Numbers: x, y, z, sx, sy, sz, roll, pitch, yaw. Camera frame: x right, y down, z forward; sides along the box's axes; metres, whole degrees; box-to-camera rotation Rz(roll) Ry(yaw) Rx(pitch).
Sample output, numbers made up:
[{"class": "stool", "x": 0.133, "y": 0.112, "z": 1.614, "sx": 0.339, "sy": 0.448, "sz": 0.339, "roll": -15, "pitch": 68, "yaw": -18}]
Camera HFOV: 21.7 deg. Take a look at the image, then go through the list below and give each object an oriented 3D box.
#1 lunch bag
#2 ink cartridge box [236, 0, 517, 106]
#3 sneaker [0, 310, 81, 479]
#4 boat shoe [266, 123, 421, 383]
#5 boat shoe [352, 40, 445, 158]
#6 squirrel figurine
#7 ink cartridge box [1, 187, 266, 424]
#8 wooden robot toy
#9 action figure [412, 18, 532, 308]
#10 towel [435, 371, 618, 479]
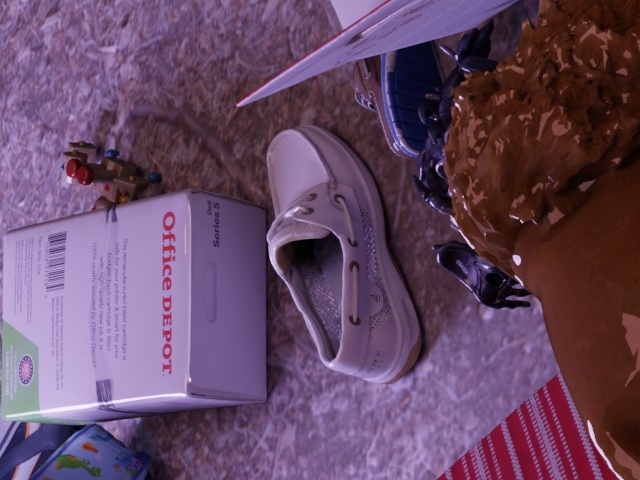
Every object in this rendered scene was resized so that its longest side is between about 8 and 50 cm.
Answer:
[{"class": "lunch bag", "x": -0.259, "y": 0.293, "z": 1.652, "sx": 0.090, "sy": 0.219, "sz": 0.176, "roll": 31, "pitch": 112, "yaw": 5}, {"class": "ink cartridge box", "x": 0.099, "y": -0.202, "z": 1.187, "sx": 0.296, "sy": 0.261, "sz": 0.066, "roll": -26, "pitch": 86, "yaw": 53}, {"class": "sneaker", "x": -0.322, "y": 0.185, "z": 1.825, "sx": 0.126, "sy": 0.127, "sz": 0.321, "roll": 19, "pitch": 73, "yaw": 44}, {"class": "boat shoe", "x": 0.000, "y": 0.000, "z": 1.481, "sx": 0.098, "sy": 0.096, "sz": 0.277, "roll": -50, "pitch": 48, "yaw": 32}, {"class": "boat shoe", "x": 0.065, "y": -0.143, "z": 1.465, "sx": 0.066, "sy": 0.066, "sz": 0.183, "roll": -38, "pitch": 45, "yaw": 45}, {"class": "squirrel figurine", "x": 0.288, "y": -0.060, "z": 0.971, "sx": 0.397, "sy": 0.281, "sz": 0.370, "roll": 49, "pitch": 115, "yaw": 15}, {"class": "ink cartridge box", "x": -0.186, "y": 0.072, "z": 1.648, "sx": 0.272, "sy": 0.114, "sz": 0.198, "roll": -10, "pitch": 75, "yaw": 39}, {"class": "wooden robot toy", "x": -0.239, "y": -0.051, "z": 1.803, "sx": 0.173, "sy": 0.076, "sz": 0.079, "roll": 27, "pitch": 114, "yaw": 49}, {"class": "action figure", "x": 0.147, "y": -0.058, "z": 1.294, "sx": 0.276, "sy": 0.140, "sz": 0.164, "roll": -95, "pitch": 25, "yaw": -58}, {"class": "towel", "x": 0.143, "y": 0.203, "z": 1.221, "sx": 0.275, "sy": 0.031, "sz": 0.199, "roll": -43, "pitch": 24, "yaw": 16}]
